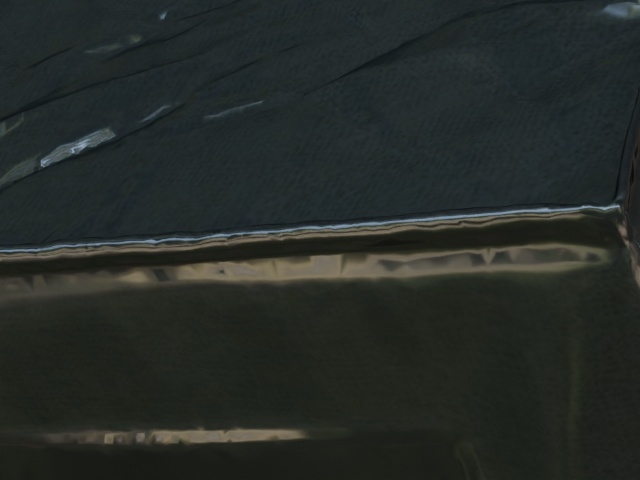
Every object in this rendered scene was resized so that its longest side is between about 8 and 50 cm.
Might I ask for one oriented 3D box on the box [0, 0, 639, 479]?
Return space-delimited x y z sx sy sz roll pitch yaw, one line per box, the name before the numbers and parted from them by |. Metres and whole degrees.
box | 0.000 0.001 0.722 0.345 0.204 0.251 -4 38 26
